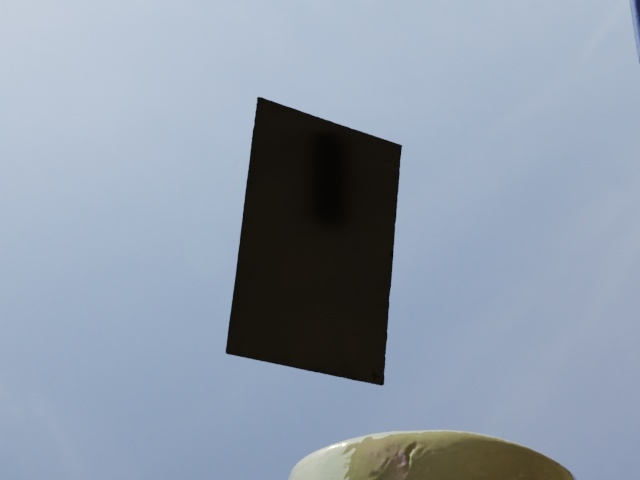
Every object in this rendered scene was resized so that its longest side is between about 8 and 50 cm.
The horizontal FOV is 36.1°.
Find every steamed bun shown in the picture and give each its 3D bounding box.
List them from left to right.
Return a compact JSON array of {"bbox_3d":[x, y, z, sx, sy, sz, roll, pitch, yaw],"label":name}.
[{"bbox_3d":[0.155,0.456,1.411,0.456,0.290,0.371,-2,-128,10],"label":"steamed bun"}]

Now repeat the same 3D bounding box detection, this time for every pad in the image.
[{"bbox_3d":[0.000,0.000,0.701,0.127,0.004,0.190,16,-111,-28],"label":"pad"}]

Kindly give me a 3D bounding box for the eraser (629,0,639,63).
[{"bbox_3d":[0.231,-0.159,0.631,0.027,0.063,0.084,43,-138,-68],"label":"eraser"}]
